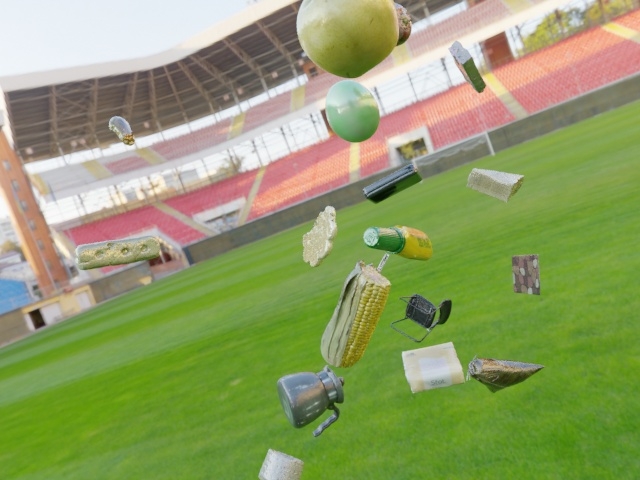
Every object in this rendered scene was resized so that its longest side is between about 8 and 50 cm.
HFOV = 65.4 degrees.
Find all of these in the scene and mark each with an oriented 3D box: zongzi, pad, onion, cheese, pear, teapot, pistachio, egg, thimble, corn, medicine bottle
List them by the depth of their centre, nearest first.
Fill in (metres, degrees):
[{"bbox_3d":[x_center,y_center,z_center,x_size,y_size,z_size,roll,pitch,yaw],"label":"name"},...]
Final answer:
[{"bbox_3d":[-0.487,0.029,1.205,0.194,0.064,0.043,-12,6,-32],"label":"cheese"},{"bbox_3d":[0.087,0.195,1.289,0.124,0.305,0.122,15,25,-11],"label":"corn"},{"bbox_3d":[0.216,0.002,1.376,0.076,0.111,0.309,-47,-29,21],"label":"medicine bottle"},{"bbox_3d":[-0.112,0.661,1.428,0.115,0.102,0.090,-2,61,46],"label":"thimble"},{"bbox_3d":[0.084,-0.633,1.469,0.310,0.309,0.309,-21,4,2],"label":"pear"},{"bbox_3d":[0.544,0.378,1.475,0.184,0.084,0.187,-28,-41,28],"label":"zongzi"},{"bbox_3d":[0.253,-0.812,1.913,0.160,0.159,0.195,-24,11,-37],"label":"onion"},{"bbox_3d":[-0.763,-0.431,1.916,0.090,0.173,0.049,6,-53,-47],"label":"pistachio"},{"bbox_3d":[0.822,0.137,2.002,0.003,0.158,0.235,-2,-3,-3],"label":"pad"},{"bbox_3d":[0.134,-0.546,2.118,0.221,0.269,0.220,-32,18,11],"label":"egg"},{"bbox_3d":[-0.009,0.691,2.151,0.285,0.305,0.223,-19,-8,-19],"label":"teapot"}]

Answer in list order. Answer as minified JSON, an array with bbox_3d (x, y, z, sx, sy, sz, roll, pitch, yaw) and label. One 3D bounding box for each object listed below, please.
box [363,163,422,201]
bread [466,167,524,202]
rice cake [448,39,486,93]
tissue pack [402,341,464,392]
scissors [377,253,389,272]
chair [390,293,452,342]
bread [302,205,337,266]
[{"bbox_3d":[0.294,-0.226,2.020,0.230,0.050,0.160,-27,-14,17],"label":"box"},{"bbox_3d":[0.577,-0.195,1.649,0.152,0.077,0.105,29,38,23],"label":"bread"},{"bbox_3d":[0.554,-0.648,1.872,0.050,0.106,0.298,-41,-23,19],"label":"rice cake"},{"bbox_3d":[0.451,0.511,2.014,0.223,0.090,0.186,-11,29,7],"label":"tissue pack"},{"bbox_3d":[0.214,0.123,1.874,0.176,0.022,0.085,-65,-10,26],"label":"scissors"},{"bbox_3d":[0.412,0.290,2.004,0.145,0.140,0.221,31,30,34],"label":"chair"},{"bbox_3d":[0.000,0.000,1.802,0.039,0.181,0.251,8,-34,-25],"label":"bread"}]
